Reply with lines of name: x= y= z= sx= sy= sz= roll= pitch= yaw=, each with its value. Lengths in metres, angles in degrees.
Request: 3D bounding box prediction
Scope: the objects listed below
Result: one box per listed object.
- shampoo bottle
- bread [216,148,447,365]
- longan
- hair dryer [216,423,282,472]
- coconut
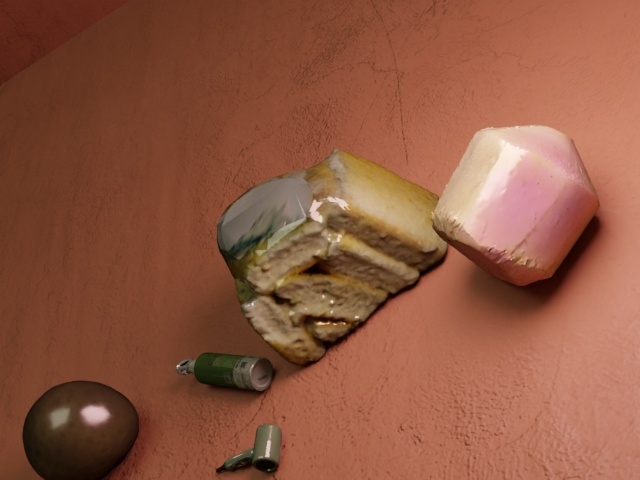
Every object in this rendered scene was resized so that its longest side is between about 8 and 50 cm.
shampoo bottle: x=-0.180 y=0.239 z=2.030 sx=0.204 sy=0.065 sz=0.065 roll=0 pitch=55 yaw=43
bread: x=0.004 y=-0.008 z=1.940 sx=0.395 sy=0.264 sz=0.239 roll=-38 pitch=33 yaw=10
longan: x=-0.452 y=0.358 z=2.066 sx=0.220 sy=0.196 sz=0.196 roll=-32 pitch=38 yaw=10
hair dryer: x=-0.126 y=0.371 z=1.882 sx=0.150 sy=0.047 sz=0.071 roll=-32 pitch=35 yaw=33
coconut: x=0.313 y=-0.068 z=1.738 sx=0.245 sy=0.233 sz=0.233 roll=-57 pitch=38 yaw=-5
